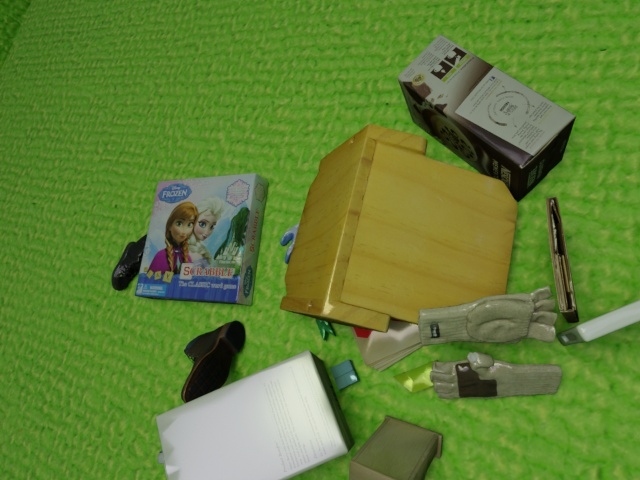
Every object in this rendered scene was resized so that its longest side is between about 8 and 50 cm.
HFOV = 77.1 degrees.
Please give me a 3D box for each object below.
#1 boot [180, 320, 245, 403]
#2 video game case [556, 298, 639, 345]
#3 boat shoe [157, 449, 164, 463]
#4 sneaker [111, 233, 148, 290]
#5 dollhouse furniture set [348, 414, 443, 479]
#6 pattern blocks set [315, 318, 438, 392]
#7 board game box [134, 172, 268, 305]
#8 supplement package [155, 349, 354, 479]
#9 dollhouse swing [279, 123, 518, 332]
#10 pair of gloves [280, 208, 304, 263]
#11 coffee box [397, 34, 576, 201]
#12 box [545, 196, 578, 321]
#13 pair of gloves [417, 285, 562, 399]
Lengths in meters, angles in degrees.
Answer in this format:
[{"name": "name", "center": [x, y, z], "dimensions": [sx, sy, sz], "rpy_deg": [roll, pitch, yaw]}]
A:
[{"name": "boot", "center": [-0.253, 0.267, 0.869], "dimensions": [0.106, 0.219, 0.082], "rpy_deg": [-18, 111, 28]}, {"name": "video game case", "center": [0.467, 0.094, 0.575], "dimensions": [0.227, 0.206, 0.026], "rpy_deg": [-29, 66, 14]}, {"name": "boat shoe", "center": [-0.244, 0.424, 0.871], "dimensions": [0.226, 0.083, 0.075], "rpy_deg": [-16, 61, 6]}, {"name": "sneaker", "center": [-0.504, 0.061, 1.097], "dimensions": [0.089, 0.051, 0.170], "rpy_deg": [9, 75, 30]}, {"name": "dollhouse furniture set", "center": [0.123, 0.458, 0.677], "dimensions": [0.212, 0.161, 0.242], "rpy_deg": [7, 98, 31]}, {"name": "pattern blocks set", "center": [0.147, 0.153, 0.798], "dimensions": [0.325, 0.026, 0.285], "rpy_deg": [-21, 66, 17]}, {"name": "board game box", "center": [-0.302, -0.004, 1.019], "dimensions": [0.319, 0.066, 0.318], "rpy_deg": [-1, 74, 23]}, {"name": "supplement package", "center": [-0.109, 0.348, 0.734], "dimensions": [0.293, 0.175, 0.177], "rpy_deg": [-23, 66, -1]}, {"name": "dollhouse swing", "center": [0.143, 0.010, 0.797], "dimensions": [0.315, 0.305, 0.346], "rpy_deg": [-16, 58, 66]}, {"name": "pair of gloves", "center": [0.000, 0.000, 0.911], "dimensions": [0.198, 0.023, 0.159], "rpy_deg": [14, 81, 25]}, {"name": "coffee box", "center": [0.303, -0.230, 0.764], "dimensions": [0.119, 0.168, 0.297], "rpy_deg": [-45, 62, 6]}, {"name": "box", "center": [0.381, 0.039, 0.633], "dimensions": [0.021, 0.201, 0.164], "rpy_deg": [-10, 71, 32]}, {"name": "pair of gloves", "center": [0.270, 0.176, 0.645], "dimensions": [0.204, 0.240, 0.042], "rpy_deg": [-12, 33, 15]}]
